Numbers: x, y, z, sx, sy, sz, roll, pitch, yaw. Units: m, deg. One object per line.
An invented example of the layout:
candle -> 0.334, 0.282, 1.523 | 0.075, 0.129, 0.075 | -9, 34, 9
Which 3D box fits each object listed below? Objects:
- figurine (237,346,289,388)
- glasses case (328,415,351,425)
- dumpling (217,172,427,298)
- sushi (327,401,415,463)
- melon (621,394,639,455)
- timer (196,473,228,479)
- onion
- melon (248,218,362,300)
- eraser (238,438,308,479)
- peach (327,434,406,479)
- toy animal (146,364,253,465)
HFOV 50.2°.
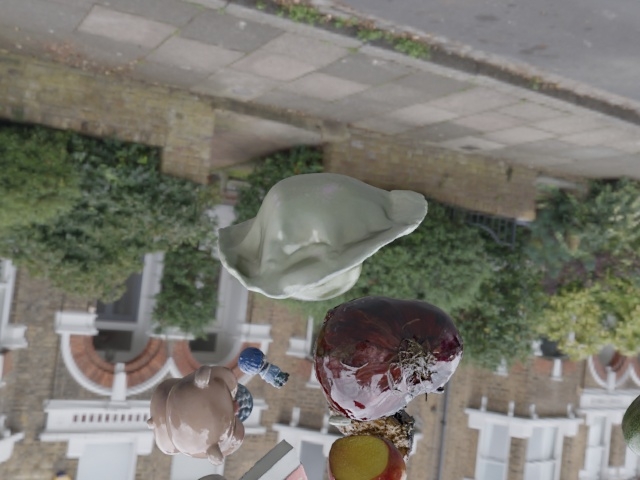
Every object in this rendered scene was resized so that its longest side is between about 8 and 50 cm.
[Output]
figurine -> -0.160, 0.348, 1.860 | 0.149, 0.087, 0.086 | 40, 124, -13
glasses case -> 0.043, 0.400, 1.511 | 0.032, 0.021, 0.083 | 2, 167, 22
dumpling -> 0.000, 0.000, 0.773 | 0.252, 0.131, 0.179 | -7, -158, 5
sushi -> 0.173, 0.555, 2.175 | 0.348, 0.234, 0.207 | 49, -170, -5
melon -> 0.596, 0.305, 1.168 | 0.114, 0.167, 0.114 | 39, -161, -17
timer -> -0.264, 0.715, 1.582 | 0.285, 0.285, 0.285 | 6, 178, 0
onion -> 0.121, 0.201, 1.230 | 0.281, 0.221, 0.281 | -17, -177, 1
melon -> -0.035, 0.049, 1.948 | 0.308, 0.272, 0.272 | 5, 178, 24
eraser -> -0.089, 0.530, 1.372 | 0.157, 0.230, 0.038 | -36, -142, -29
peach -> 0.114, 0.576, 1.721 | 0.192, 0.190, 0.190 | 39, 171, -10
toy animal -> -0.286, 0.388, 1.543 | 0.221, 0.210, 0.229 | -12, 176, 13
